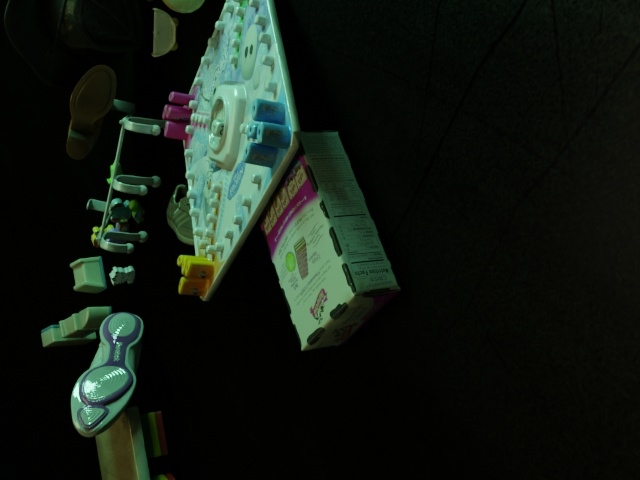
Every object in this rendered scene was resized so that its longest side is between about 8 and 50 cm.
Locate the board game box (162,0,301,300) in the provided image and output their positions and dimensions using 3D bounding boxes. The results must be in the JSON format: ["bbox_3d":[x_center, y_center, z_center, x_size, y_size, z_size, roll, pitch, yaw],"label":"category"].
[{"bbox_3d":[-0.151,-0.172,1.230,0.390,0.050,0.390,125,142,-47],"label":"board game box"}]

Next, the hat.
[{"bbox_3d":[-0.398,-0.409,1.510,0.133,0.331,0.331,23,118,22],"label":"hat"}]

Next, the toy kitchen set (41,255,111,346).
[{"bbox_3d":[-0.575,0.149,2.025,0.207,0.122,0.166,-25,72,36],"label":"toy kitchen set"}]

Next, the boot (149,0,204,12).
[{"bbox_3d":[-0.262,-0.458,1.409,0.211,0.104,0.295,136,127,-59],"label":"boot"}]

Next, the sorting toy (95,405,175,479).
[{"bbox_3d":[-0.377,0.480,1.741,0.257,0.089,0.256,-29,70,56],"label":"sorting toy"}]

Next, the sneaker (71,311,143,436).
[{"bbox_3d":[-0.420,0.291,1.707,0.305,0.114,0.152,-81,1,-52],"label":"sneaker"}]

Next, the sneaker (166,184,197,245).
[{"bbox_3d":[-0.215,-0.042,1.414,0.188,0.066,0.071,28,118,53],"label":"sneaker"}]

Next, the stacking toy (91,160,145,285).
[{"bbox_3d":[-0.436,-0.035,1.793,0.167,0.052,0.221,51,135,42],"label":"stacking toy"}]

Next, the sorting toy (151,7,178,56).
[{"bbox_3d":[-0.286,-0.375,1.505,0.075,0.044,0.083,-141,52,-59],"label":"sorting toy"}]

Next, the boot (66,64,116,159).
[{"bbox_3d":[-0.438,-0.264,1.606,0.197,0.072,0.152,-61,18,22],"label":"boot"}]

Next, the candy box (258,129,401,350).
[{"bbox_3d":[0.000,0.000,1.061,0.159,0.071,0.234,-50,52,51],"label":"candy box"}]

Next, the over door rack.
[{"bbox_3d":[-0.360,-0.129,1.584,0.324,0.108,0.240,-140,63,-66],"label":"over door rack"}]
